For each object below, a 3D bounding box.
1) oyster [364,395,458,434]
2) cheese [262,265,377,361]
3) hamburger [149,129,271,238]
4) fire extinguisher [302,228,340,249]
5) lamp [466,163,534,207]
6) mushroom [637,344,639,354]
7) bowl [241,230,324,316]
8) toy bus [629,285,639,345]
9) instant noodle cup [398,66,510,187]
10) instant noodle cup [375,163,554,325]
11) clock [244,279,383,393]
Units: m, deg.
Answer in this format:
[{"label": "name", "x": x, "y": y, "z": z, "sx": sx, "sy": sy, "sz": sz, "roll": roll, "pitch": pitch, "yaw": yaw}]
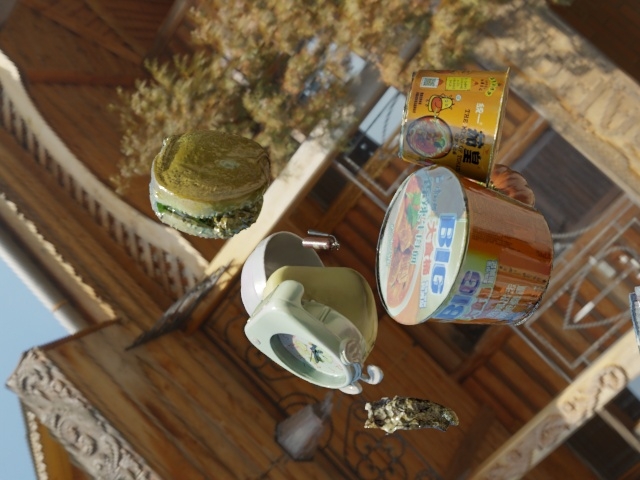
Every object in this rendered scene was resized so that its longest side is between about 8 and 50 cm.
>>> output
[{"label": "oyster", "x": 0.141, "y": 0.271, "z": 1.218, "sx": 0.148, "sy": 0.051, "sz": 0.103, "roll": 7, "pitch": -173, "yaw": 9}, {"label": "cheese", "x": 0.004, "y": 0.173, "z": 1.706, "sx": 0.259, "sy": 0.128, "sz": 0.316, "roll": 0, "pitch": -143, "yaw": -6}, {"label": "hamburger", "x": -0.177, "y": -0.080, "z": 1.240, "sx": 0.189, "sy": 0.122, "sz": 0.215, "roll": 2, "pitch": -141, "yaw": -11}, {"label": "fire extinguisher", "x": 0.003, "y": -0.003, "z": 1.692, "sx": 0.100, "sy": 0.046, "sz": 0.032, "roll": 3, "pitch": -168, "yaw": 37}, {"label": "lamp", "x": 0.425, "y": -0.082, "z": 1.946, "sx": 0.223, "sy": 0.223, "sz": 0.196, "roll": 51, "pitch": -161, "yaw": 24}, {"label": "mushroom", "x": 0.517, "y": 0.113, "z": 1.145, "sx": 0.087, "sy": 0.107, "sz": 0.334, "roll": 38, "pitch": -136, "yaw": -70}, {"label": "bowl", "x": -0.104, "y": 0.133, "z": 2.040, "sx": 0.287, "sy": 0.143, "sz": 0.287, "roll": 38, "pitch": -142, "yaw": -37}, {"label": "toy bus", "x": 0.474, "y": 0.089, "z": 0.963, "sx": 0.268, "sy": 0.106, "sz": 0.092, "roll": 82, "pitch": 180, "yaw": -82}, {"label": "instant noodle cup", "x": 0.241, "y": -0.214, "z": 1.400, "sx": 0.172, "sy": 0.216, "sz": 0.216, "roll": 11, "pitch": -158, "yaw": 12}, {"label": "instant noodle cup", "x": 0.260, "y": 0.026, "z": 1.379, "sx": 0.213, "sy": 0.296, "sz": 0.296, "roll": 13, "pitch": -146, "yaw": -23}, {"label": "clock", "x": -0.005, "y": 0.143, "z": 1.073, "sx": 0.191, "sy": 0.151, "sz": 0.062, "roll": 36, "pitch": -122, "yaw": -6}]
